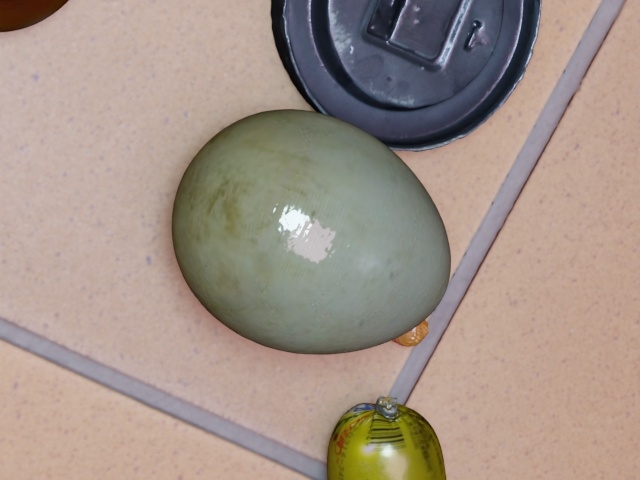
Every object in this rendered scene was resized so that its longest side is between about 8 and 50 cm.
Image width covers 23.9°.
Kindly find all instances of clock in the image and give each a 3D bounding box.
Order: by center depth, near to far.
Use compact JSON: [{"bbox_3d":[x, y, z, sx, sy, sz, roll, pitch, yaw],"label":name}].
[{"bbox_3d":[0.084,-0.228,1.463,0.280,0.055,0.281,-6,105,-23],"label":"clock"}]

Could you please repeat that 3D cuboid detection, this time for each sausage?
[{"bbox_3d":[0.076,0.317,1.555,0.123,0.123,0.347,-12,107,-20],"label":"sausage"}]

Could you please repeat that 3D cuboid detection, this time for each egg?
[{"bbox_3d":[0.000,0.000,1.396,0.295,0.218,0.218,23,93,-41],"label":"egg"}]

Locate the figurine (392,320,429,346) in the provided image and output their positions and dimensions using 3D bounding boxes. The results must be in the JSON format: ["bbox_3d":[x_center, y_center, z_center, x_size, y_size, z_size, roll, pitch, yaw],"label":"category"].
[{"bbox_3d":[0.076,0.058,1.538,0.064,0.047,0.109,-37,110,-37],"label":"figurine"}]

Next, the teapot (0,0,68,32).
[{"bbox_3d":[-0.288,-0.264,1.251,0.252,0.135,0.178,3,97,-25],"label":"teapot"}]
